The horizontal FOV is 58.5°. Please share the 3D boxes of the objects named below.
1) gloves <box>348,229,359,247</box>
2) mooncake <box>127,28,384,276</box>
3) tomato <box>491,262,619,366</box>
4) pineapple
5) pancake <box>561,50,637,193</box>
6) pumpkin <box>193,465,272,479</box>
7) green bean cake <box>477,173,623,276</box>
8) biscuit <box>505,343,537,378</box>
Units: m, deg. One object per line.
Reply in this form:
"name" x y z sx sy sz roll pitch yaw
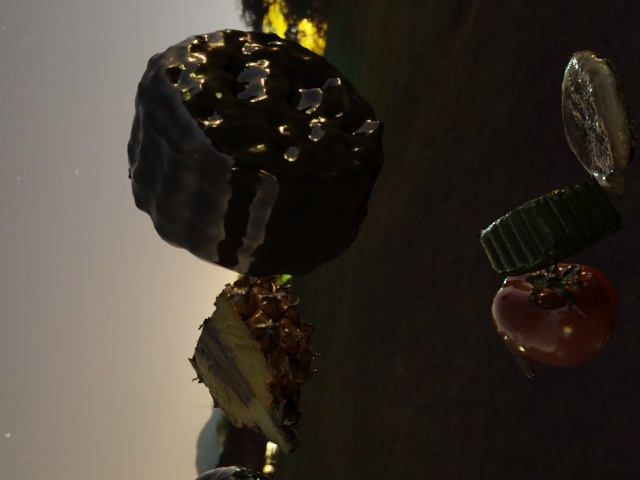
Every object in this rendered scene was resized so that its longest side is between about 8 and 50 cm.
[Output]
"gloves" 0.103 -0.103 1.970 0.119 0.142 0.285 -94 3 -64
"mooncake" -0.050 -0.088 0.505 0.124 0.228 0.228 114 167 -47
"tomato" 0.659 0.213 1.588 0.341 0.341 0.272 -90 -13 -71
"pineapple" -0.074 0.233 1.082 0.209 0.286 0.344 -29 -19 -37
"pancake" 0.692 -0.295 1.439 0.382 0.071 0.382 -15 -90 -79
"pumpkin" -0.158 0.585 1.195 0.197 0.293 0.263 -39 -63 -32
"green bean cake" 0.545 -0.021 1.373 0.156 0.250 0.247 65 155 12
"biscuit" 0.613 0.337 1.790 0.034 0.199 0.064 -34 -8 25
